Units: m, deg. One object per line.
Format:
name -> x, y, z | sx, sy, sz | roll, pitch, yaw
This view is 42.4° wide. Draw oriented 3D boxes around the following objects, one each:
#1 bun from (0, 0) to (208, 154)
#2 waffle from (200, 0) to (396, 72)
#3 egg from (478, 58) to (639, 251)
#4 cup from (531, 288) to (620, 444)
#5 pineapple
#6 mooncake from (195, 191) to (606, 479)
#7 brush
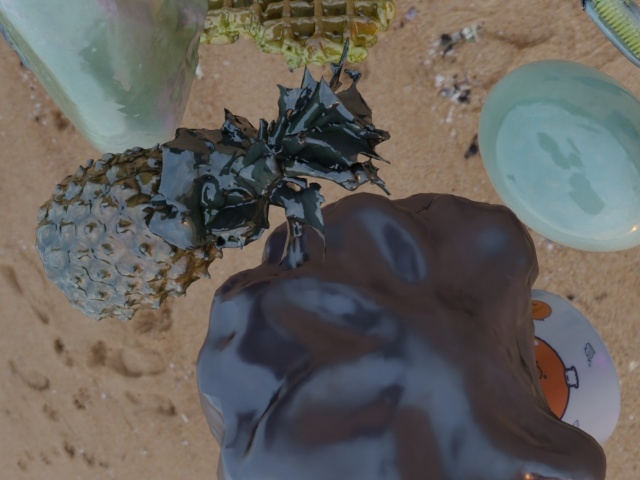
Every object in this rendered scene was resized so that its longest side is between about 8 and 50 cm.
bun -> -0.193, -0.223, 0.727 | 0.293, 0.187, 0.293 | 49, 170, 11
waffle -> -0.036, -0.286, 1.028 | 0.253, 0.249, 0.056 | 45, 153, 34
egg -> 0.424, -0.145, 1.394 | 0.389, 0.276, 0.276 | 55, 137, 37
cup -> 0.161, 0.205, 0.972 | 0.212, 0.317, 0.212 | 39, 138, 47
pineapple -> -0.066, -0.025, 0.512 | 0.251, 0.125, 0.125 | -23, 96, 31
mooncake -> 0.070, 0.135, 0.750 | 0.212, 0.350, 0.381 | 99, 154, -60
brush -> 0.540, -0.309, 1.347 | 0.297, 0.068, 0.060 | 45, 145, -11
